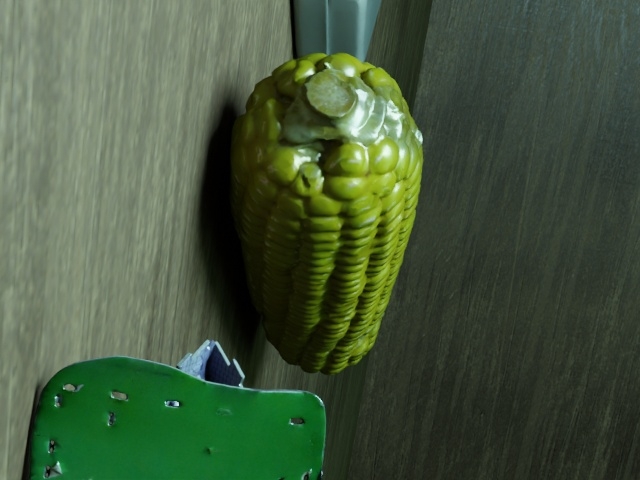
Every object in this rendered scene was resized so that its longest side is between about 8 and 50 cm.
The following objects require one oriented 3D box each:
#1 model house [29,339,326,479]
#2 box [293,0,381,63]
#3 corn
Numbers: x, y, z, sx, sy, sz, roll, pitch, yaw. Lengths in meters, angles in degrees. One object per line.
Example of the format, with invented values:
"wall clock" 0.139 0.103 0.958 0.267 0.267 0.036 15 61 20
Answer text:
"model house" -0.069 0.124 0.446 0.088 0.117 0.166 -136 -126 -79
"box" 0.033 -0.253 0.796 0.103 0.055 0.243 89 14 -61
"corn" 0.000 0.000 0.700 0.363 0.121 0.120 95 9 -63
